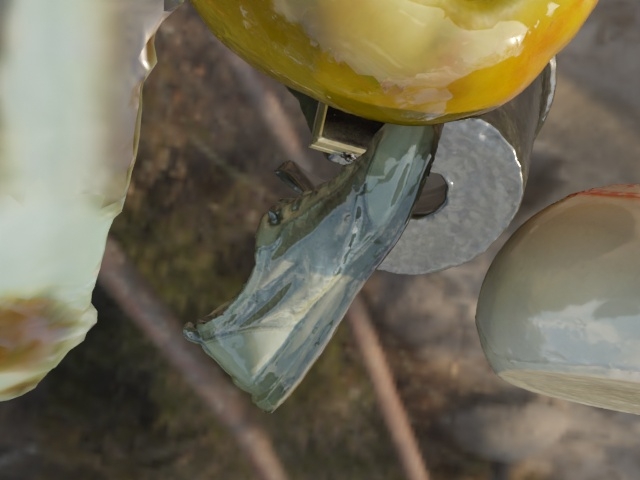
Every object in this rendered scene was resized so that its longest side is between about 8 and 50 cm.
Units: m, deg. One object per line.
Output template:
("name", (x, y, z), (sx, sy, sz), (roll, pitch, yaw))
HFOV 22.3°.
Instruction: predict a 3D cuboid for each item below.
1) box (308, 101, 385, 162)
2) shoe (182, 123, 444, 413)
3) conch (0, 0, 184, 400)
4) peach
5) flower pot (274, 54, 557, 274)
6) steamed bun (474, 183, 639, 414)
("box", (0.036, -0.115, 1.534), (0.079, 0.083, 0.035), (14, 167, -13))
("shoe", (0.000, 0.000, 1.221), (0.098, 0.275, 0.103), (33, -168, -7))
("conch", (-0.159, -0.033, 0.452), (0.197, 0.249, 0.368), (-12, 141, -25))
("peach", (0.035, -0.223, 1.074), (0.289, 0.289, 0.308), (18, -166, -29))
("flower pot", (0.106, -0.124, 1.786), (0.379, 0.251, 0.379), (-3, 125, -4))
("steamed bun", (0.221, 0.035, 1.065), (0.232, 0.145, 0.232), (11, 170, 2))
